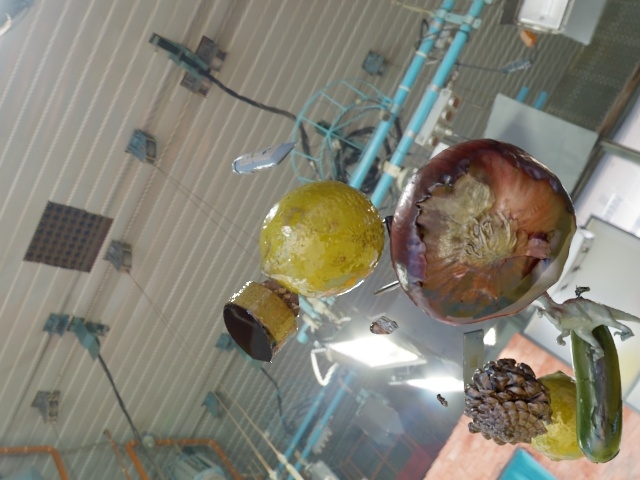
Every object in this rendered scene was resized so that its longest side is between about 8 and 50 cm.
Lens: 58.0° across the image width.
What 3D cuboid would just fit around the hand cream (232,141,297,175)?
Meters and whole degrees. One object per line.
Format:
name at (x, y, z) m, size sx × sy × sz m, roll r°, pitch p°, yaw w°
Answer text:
hand cream at (-0.112, -0.152, 1.087) m, size 0.043 × 0.170 × 0.065 m, roll 50°, pitch -121°, yaw -23°

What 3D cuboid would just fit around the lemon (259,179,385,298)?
lemon at (0.000, 0.000, 1.278) m, size 0.310 × 0.258 × 0.258 m, roll -23°, pitch -50°, yaw -31°

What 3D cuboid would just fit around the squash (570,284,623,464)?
squash at (0.520, 0.247, 1.093) m, size 0.087 × 0.087 × 0.332 m, roll 29°, pitch -123°, yaw -47°

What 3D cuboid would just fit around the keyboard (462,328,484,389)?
keyboard at (0.390, 0.306, 1.475) m, size 0.055 × 0.014 × 0.176 m, roll -11°, pitch -65°, yaw -7°

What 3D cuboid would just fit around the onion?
onion at (0.215, -0.019, 0.825) m, size 0.271 × 0.195 × 0.272 m, roll -7°, pitch -64°, yaw -14°

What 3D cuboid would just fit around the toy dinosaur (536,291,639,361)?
toy dinosaur at (0.506, 0.137, 1.074) m, size 0.242 × 0.167 × 0.053 m, roll -8°, pitch -39°, yaw -12°

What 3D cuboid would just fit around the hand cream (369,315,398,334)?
hand cream at (0.188, 0.264, 1.774) m, size 0.039 × 0.062 × 0.163 m, roll -51°, pitch -1°, yaw -18°

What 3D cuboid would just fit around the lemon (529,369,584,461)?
lemon at (0.533, 0.389, 1.290) m, size 0.178 × 0.178 × 0.203 m, roll 41°, pitch -126°, yaw -48°

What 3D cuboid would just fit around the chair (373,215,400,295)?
chair at (0.239, 0.017, 1.412) m, size 0.166 × 0.188 × 0.272 m, roll -5°, pitch -17°, yaw -29°

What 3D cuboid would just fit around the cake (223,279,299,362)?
cake at (-0.134, 0.187, 1.499) m, size 0.178 × 0.185 × 0.208 m, roll -37°, pitch -39°, yaw -38°

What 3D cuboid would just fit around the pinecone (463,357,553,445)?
pinecone at (0.346, 0.292, 1.066) m, size 0.173 × 0.173 × 0.174 m, roll -22°, pitch -51°, yaw -29°

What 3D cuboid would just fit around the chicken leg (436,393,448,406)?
chicken leg at (0.402, 0.527, 1.891) m, size 0.021 × 0.036 × 0.083 m, roll -40°, pitch -51°, yaw 5°
